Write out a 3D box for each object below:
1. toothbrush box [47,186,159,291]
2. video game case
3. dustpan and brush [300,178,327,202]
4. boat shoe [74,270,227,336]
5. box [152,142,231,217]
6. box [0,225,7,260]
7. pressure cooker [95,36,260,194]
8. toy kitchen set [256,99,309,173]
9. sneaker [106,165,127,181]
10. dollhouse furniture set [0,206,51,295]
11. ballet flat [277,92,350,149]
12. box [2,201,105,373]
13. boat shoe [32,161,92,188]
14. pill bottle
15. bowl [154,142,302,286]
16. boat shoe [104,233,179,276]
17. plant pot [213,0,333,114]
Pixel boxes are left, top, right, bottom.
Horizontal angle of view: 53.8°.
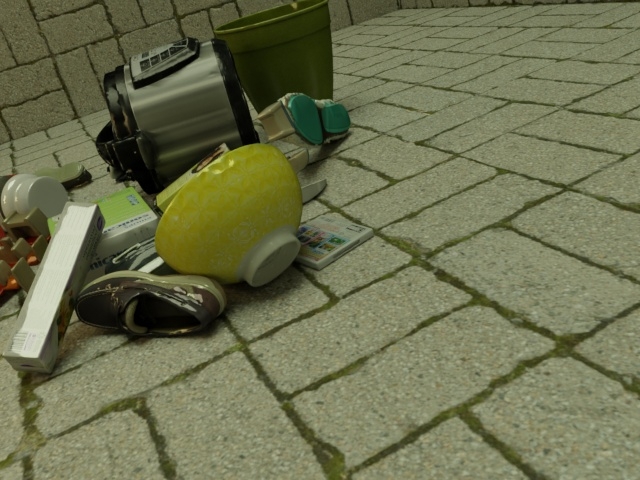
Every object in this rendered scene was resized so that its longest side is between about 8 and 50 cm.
[{"bbox_3d":[-0.455,0.003,1.358,0.206,0.122,0.283,-25,26,-18],"label":"toothbrush box"},{"bbox_3d":[0.000,0.000,1.221,0.143,0.019,0.157,-31,30,-29],"label":"video game case"},{"bbox_3d":[-0.072,-0.107,1.430,0.147,0.060,0.211,-10,26,14],"label":"dustpan and brush"},{"bbox_3d":[-0.303,0.114,1.069,0.285,0.103,0.092,-1,23,16],"label":"boat shoe"},{"bbox_3d":[-0.306,-0.141,1.553,0.232,0.058,0.087,-39,26,0],"label":"box"},{"bbox_3d":[-0.858,-0.041,1.522,0.128,0.257,0.122,-33,28,-32],"label":"box"},{"bbox_3d":[-0.398,-0.318,1.707,0.420,0.376,0.370,-17,-15,-3],"label":"pressure cooker"},{"bbox_3d":[-0.133,-0.220,1.508,0.207,0.166,0.122,-20,15,32],"label":"toy kitchen set"},{"bbox_3d":[-0.643,-0.252,2.019,0.234,0.094,0.153,16,30,33],"label":"sneaker"},{"bbox_3d":[-0.702,0.054,1.438,0.261,0.135,0.259,-6,38,20],"label":"dollhouse furniture set"},{"bbox_3d":[-0.042,-0.302,1.671,0.146,0.147,0.409,-4,6,23],"label":"ballet flat"},{"bbox_3d":[-0.463,0.075,1.118,0.067,0.063,0.324,4,54,2],"label":"box"},{"bbox_3d":[-0.861,-0.198,2.074,0.227,0.069,0.081,-9,61,19],"label":"boat shoe"},{"bbox_3d":[-0.855,-0.103,1.761,0.283,0.161,0.161,-2,28,27],"label":"pill bottle"},{"bbox_3d":[-0.126,-0.013,1.112,0.289,0.289,0.156,-32,68,-31],"label":"bowl"},{"bbox_3d":[-0.275,0.006,1.234,0.091,0.114,0.302,40,51,23],"label":"boat shoe"},{"bbox_3d":[-0.106,-0.538,1.992,0.366,0.353,0.366,-13,26,7],"label":"plant pot"}]
